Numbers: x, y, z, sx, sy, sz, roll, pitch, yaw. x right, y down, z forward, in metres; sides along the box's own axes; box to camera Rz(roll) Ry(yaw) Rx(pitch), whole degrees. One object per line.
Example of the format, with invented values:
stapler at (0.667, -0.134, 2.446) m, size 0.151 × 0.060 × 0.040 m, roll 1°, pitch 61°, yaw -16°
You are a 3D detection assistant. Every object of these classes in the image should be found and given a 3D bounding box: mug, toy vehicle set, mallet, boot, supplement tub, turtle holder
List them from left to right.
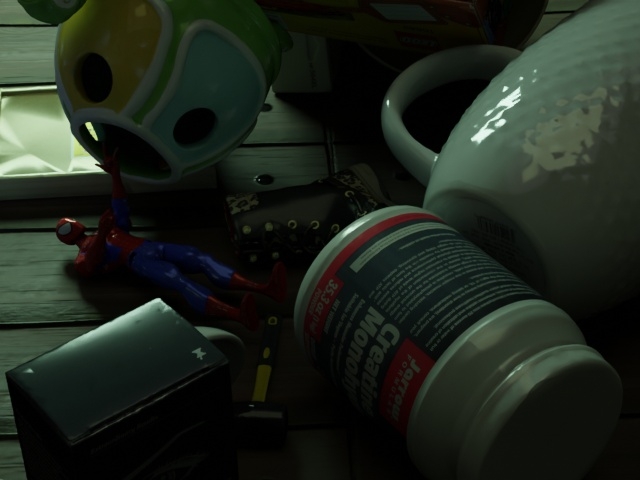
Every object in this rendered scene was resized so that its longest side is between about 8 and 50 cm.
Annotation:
toy vehicle set at (-0.263, -0.126, 1.707) m, size 0.267 × 0.035 × 0.166 m, roll -3°, pitch 47°, yaw -4°
turtle holder at (-0.180, -0.207, 1.549) m, size 0.243 × 0.320 × 0.227 m, roll 17°, pitch 66°, yaw 11°
mallet at (-0.047, 0.132, 1.385) m, size 0.062 × 0.039 × 0.189 m, roll 6°, pitch 33°, yaw 10°
boot at (0.000, 0.001, 1.519) m, size 0.178 × 0.085 × 0.236 m, roll -11°, pitch 31°, yaw -10°
supplement tub at (0.120, 0.106, 1.283) m, size 0.191 × 0.191 × 0.272 m, roll -22°, pitch 41°, yaw -27°
mug at (0.236, -0.092, 1.474) m, size 0.374 × 0.276 × 0.328 m, roll 33°, pitch 55°, yaw 28°

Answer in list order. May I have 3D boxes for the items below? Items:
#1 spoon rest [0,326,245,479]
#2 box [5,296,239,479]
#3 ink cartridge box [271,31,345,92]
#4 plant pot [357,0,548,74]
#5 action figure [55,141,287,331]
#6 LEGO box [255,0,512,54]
spoon rest at (-0.189, 0.165, 1.284) m, size 0.276 × 0.137 × 0.084 m, roll -27°, pitch 62°, yaw -10°
box at (-0.159, 0.177, 1.177) m, size 0.153 × 0.207 × 0.108 m, roll -26°, pitch 43°, yaw -30°
ink cartridge box at (-0.017, -0.309, 1.875) m, size 0.086 × 0.148 × 0.203 m, roll 0°, pitch 36°, yaw 11°
plant pot at (0.149, -0.343, 1.864) m, size 0.284 × 0.284 × 0.191 m, roll -2°, pitch 0°, yaw -2°
action figure at (-0.176, -0.008, 1.485) m, size 0.280 × 0.139 × 0.091 m, roll 13°, pitch 38°, yaw 29°
LEGO box at (0.001, -0.448, 1.677) m, size 0.500 × 0.193 × 0.372 m, roll 12°, pitch 80°, yaw 18°
